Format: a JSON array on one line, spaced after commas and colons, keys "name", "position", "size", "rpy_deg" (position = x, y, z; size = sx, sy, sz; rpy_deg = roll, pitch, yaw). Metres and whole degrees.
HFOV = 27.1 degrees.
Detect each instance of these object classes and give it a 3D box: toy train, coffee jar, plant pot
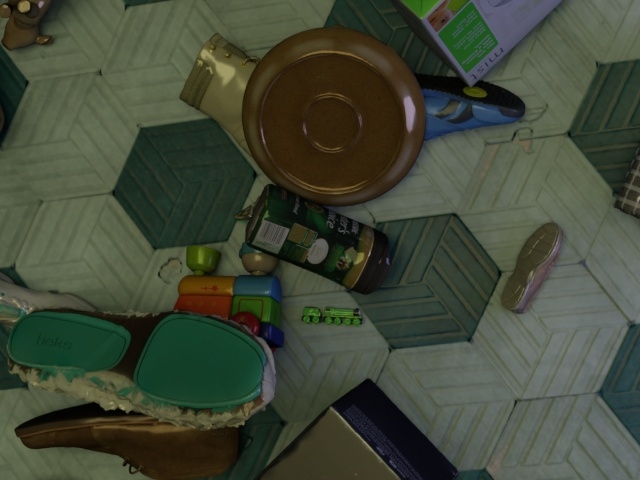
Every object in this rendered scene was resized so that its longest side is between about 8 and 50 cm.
[{"name": "toy train", "position": [0.016, 0.099, 1.749], "size": [0.083, 0.017, 0.024], "rpy_deg": [2, 79, 10]}, {"name": "toy train", "position": [-0.168, 0.071, 1.749], "size": [0.248, 0.105, 0.143], "rpy_deg": [1, 75, 16]}, {"name": "coffee jar", "position": [0.000, 0.000, 1.690], "size": [0.184, 0.096, 0.079], "rpy_deg": [24, 107, -10]}, {"name": "plant pot", "position": [0.015, -0.149, 1.674], "size": [0.236, 0.032, 0.236], "rpy_deg": [2, 110, 7]}]

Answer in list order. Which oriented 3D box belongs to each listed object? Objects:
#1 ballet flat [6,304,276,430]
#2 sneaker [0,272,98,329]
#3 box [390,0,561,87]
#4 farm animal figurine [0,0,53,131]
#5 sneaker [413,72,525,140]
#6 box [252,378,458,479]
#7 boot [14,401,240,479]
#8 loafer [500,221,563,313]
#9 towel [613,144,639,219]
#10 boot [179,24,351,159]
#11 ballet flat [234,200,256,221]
[{"name": "ballet flat", "position": [-0.208, 0.160, 1.657], "size": [0.408, 0.147, 0.147], "rpy_deg": [9, 91, 31]}, {"name": "sneaker", "position": [-0.398, 0.096, 1.784], "size": [0.212, 0.094, 0.080], "rpy_deg": [18, 91, 10]}, {"name": "box", "position": [0.206, -0.348, 1.599], "size": [0.262, 0.231, 0.127], "rpy_deg": [-44, 64, 5]}, {"name": "farm animal figurine", "position": [-0.483, -0.265, 1.777], "size": [0.330, 0.172, 0.327], "rpy_deg": [-3, 101, 3]}, {"name": "sneaker", "position": [0.155, -0.164, 1.709], "size": [0.209, 0.069, 0.082], "rpy_deg": [7, 120, 3]}, {"name": "box", "position": [-0.023, 0.357, 1.604], "size": [0.343, 0.312, 0.179], "rpy_deg": [-45, 82, 6]}, {"name": "boot", "position": [-0.255, 0.267, 1.757], "size": [0.305, 0.112, 0.115], "rpy_deg": [-5, 99, 8]}, {"name": "loafer", "position": [0.273, 0.036, 1.696], "size": [0.045, 0.039, 0.125], "rpy_deg": [32, 93, 42]}, {"name": "towel", "position": [0.528, -0.087, 1.605], "size": [0.283, 0.121, 0.235], "rpy_deg": [23, 94, 10]}, {"name": "boot", "position": [-0.072, -0.226, 1.735], "size": [0.165, 0.077, 0.213], "rpy_deg": [39, 104, 8]}, {"name": "ballet flat", "position": [-0.056, -0.043, 1.751], "size": [0.114, 0.041, 0.041], "rpy_deg": [1, 90, 4]}]
